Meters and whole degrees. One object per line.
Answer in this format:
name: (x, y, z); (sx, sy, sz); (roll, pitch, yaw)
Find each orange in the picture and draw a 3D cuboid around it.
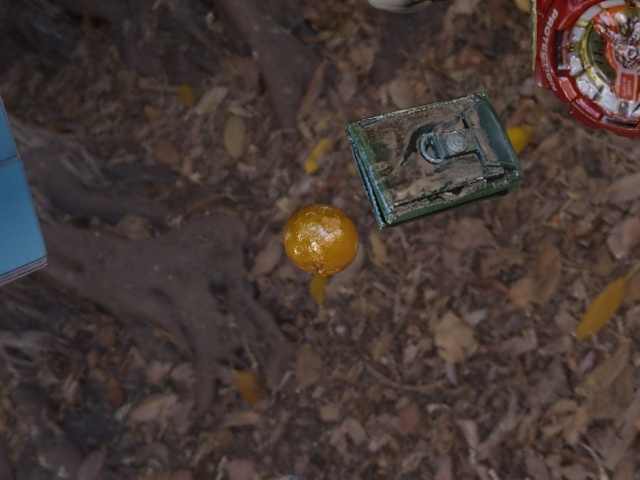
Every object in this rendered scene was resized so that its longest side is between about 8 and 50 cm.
orange: (0.000, 0.000, 1.130); (0.083, 0.083, 0.070); (-7, 64, 49)

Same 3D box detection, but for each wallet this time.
wallet: (0.163, -0.118, 1.520); (0.160, 0.236, 0.055); (70, 155, 10)

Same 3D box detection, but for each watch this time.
watch: (0.226, -0.153, 0.618); (0.165, 0.102, 0.268); (27, 47, 37)

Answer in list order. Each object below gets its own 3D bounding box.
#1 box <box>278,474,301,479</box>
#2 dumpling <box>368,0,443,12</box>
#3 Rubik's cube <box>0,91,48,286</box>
box: (-0.035, 0.408, 1.270); (0.130, 0.227, 0.162); (17, 38, 30)
dumpling: (0.098, -0.308, 1.108); (0.176, 0.092, 0.150); (-103, 23, -73)
Rubik's cube: (-0.465, -0.054, 1.159); (0.224, 0.231, 0.221); (-28, 29, -36)
